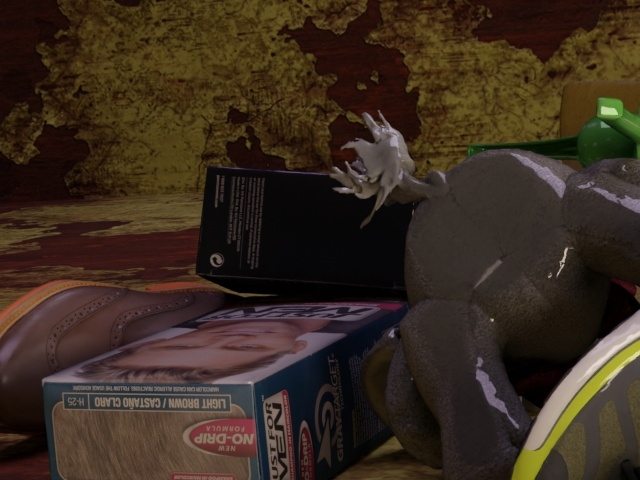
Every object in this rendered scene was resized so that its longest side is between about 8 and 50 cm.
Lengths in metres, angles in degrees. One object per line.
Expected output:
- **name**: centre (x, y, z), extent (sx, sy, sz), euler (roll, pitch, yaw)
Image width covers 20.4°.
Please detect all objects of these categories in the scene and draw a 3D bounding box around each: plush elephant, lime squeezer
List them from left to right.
- **plush elephant**: centre (0.162, 0.062, 1.310), extent (0.330, 0.272, 0.255), euler (44, -1, 38)
- **lime squeezer**: centre (0.206, -0.071, 1.343), extent (0.110, 0.058, 0.310), euler (-12, 0, -12)

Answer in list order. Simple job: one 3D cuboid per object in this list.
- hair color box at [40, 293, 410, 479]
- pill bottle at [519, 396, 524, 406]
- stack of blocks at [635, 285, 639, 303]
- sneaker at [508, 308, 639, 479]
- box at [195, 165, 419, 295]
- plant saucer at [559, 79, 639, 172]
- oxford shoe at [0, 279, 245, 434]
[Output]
- **hair color box**: centre (-0.052, 0.121, 1.396), extent (0.174, 0.105, 0.347), euler (-2, 8, 23)
- **pill bottle**: centre (0.179, 0.098, 1.537), extent (0.078, 0.078, 0.137), euler (-3, 7, 13)
- **stack of blocks**: centre (0.451, 0.014, 2.008), extent (0.297, 0.087, 0.171), euler (-6, 7, -11)
- **sneaker**: centre (0.228, 0.093, 1.050), extent (0.121, 0.300, 0.111), euler (45, 0, 24)
- **box**: centre (0.000, 0.000, 1.623), extent (0.184, 0.103, 0.261), euler (6, -4, 5)
- **plant saucer**: centre (0.343, 0.019, 1.430), extent (0.081, 0.333, 0.333), euler (-45, 17, -11)
- **oxford shoe**: centre (-0.158, 0.099, 1.570), extent (0.133, 0.130, 0.364), euler (8, 13, 35)
